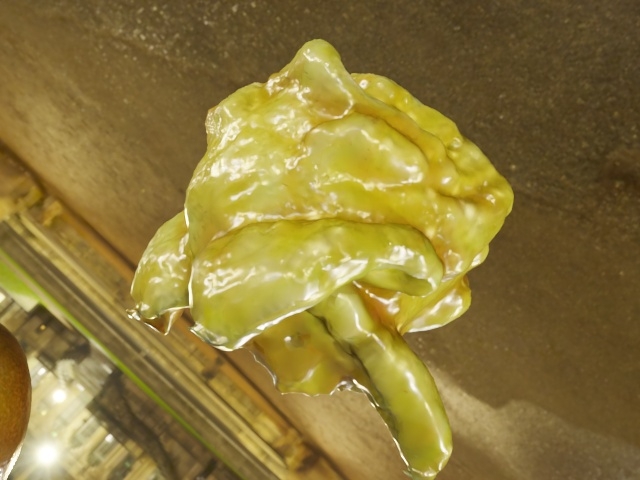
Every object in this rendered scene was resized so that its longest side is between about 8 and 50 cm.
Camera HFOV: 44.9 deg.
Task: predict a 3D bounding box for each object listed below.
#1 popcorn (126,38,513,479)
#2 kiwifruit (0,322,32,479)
[{"bbox_3d":[0.010,0.001,0.637,0.321,0.289,0.326,29,-166,23],"label":"popcorn"},{"bbox_3d":[-0.377,0.176,0.726,0.196,0.233,0.196,23,-170,-4],"label":"kiwifruit"}]
